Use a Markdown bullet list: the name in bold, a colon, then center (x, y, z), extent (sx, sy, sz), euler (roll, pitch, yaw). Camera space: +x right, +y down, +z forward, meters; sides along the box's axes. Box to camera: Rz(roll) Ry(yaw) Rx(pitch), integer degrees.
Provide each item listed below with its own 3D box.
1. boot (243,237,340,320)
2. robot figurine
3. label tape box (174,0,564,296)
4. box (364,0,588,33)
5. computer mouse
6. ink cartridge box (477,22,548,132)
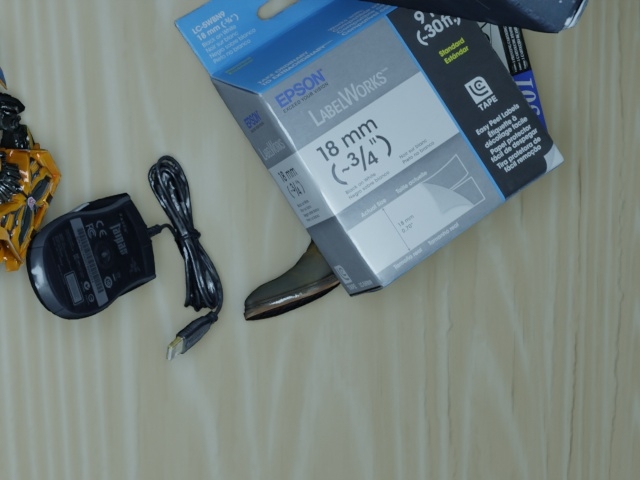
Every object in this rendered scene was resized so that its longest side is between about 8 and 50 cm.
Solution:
- **boot**: center (0.000, 0.000, 1.577), extent (0.219, 0.082, 0.106), euler (-26, 84, -16)
- **robot figurine**: center (-0.327, -0.081, 1.335), extent (0.291, 0.085, 0.211), euler (58, 42, -49)
- **label tape box**: center (0.048, -0.148, 1.509), extent (0.241, 0.106, 0.333), euler (-34, 93, -17)
- **box**: center (-0.047, -0.409, 1.130), extent (0.480, 0.472, 0.297), euler (29, 90, -32)
- **computer mouse**: center (-0.192, 0.041, 1.448), extent (0.262, 0.060, 0.184), euler (-39, 113, -56)
- **ink cartridge box**: center (0.176, -0.182, 1.633), extent (0.097, 0.046, 0.207), euler (-20, 103, -18)
